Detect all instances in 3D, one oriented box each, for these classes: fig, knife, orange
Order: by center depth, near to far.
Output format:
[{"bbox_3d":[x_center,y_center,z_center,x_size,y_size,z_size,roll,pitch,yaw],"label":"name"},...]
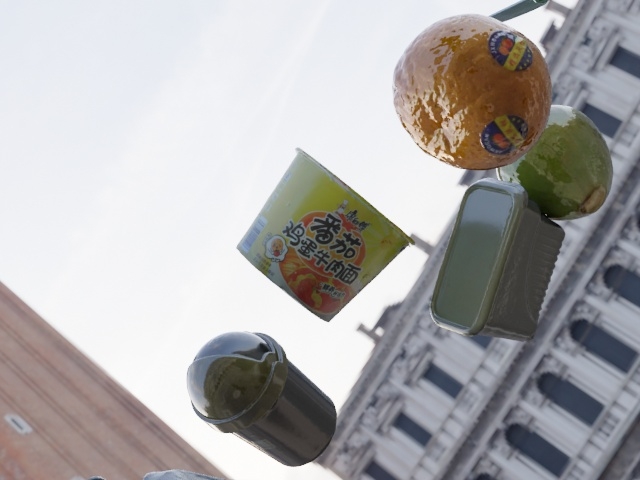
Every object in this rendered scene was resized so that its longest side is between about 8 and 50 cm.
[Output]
[{"bbox_3d":[0.168,-0.163,1.066,0.178,0.177,0.155,85,-152,-53],"label":"orange"},{"bbox_3d":[0.317,-0.361,1.454,0.063,0.260,0.035,-8,-94,-33],"label":"knife"},{"bbox_3d":[0.434,-0.127,1.774,0.207,0.230,0.207,-24,-22,-10],"label":"fig"}]

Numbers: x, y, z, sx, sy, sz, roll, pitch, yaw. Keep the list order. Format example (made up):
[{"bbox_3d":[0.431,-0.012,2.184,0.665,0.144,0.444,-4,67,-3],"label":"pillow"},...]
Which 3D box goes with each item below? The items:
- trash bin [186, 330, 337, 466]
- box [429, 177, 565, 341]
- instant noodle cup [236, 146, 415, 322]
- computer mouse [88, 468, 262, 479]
[{"bbox_3d":[-0.125,0.305,1.935,0.214,0.214,0.334,-53,-51,-5],"label":"trash bin"},{"bbox_3d":[0.318,0.042,1.708,0.178,0.138,0.274,18,-89,-42],"label":"box"},{"bbox_3d":[0.000,0.000,1.614,0.200,0.264,0.264,-51,-26,1],"label":"instant noodle cup"},{"bbox_3d":[-0.139,0.372,1.270,0.379,0.167,0.090,23,-85,-29],"label":"computer mouse"}]
